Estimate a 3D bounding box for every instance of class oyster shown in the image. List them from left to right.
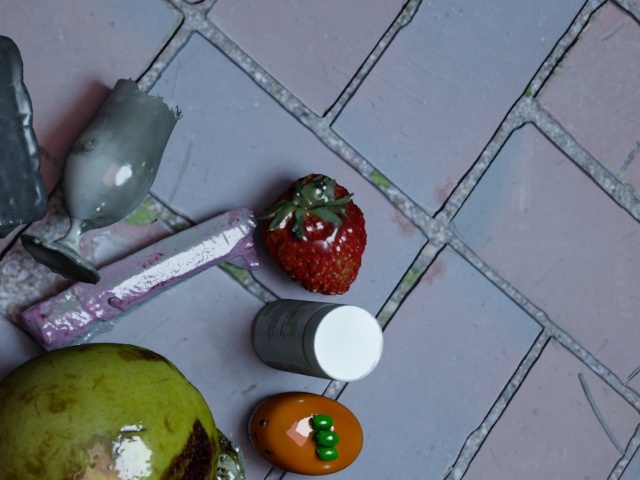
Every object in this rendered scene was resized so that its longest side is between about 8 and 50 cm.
[{"bbox_3d":[-0.134,0.300,1.854,0.125,0.064,0.177,28,68,-36],"label":"oyster"}]

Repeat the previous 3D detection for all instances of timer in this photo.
[{"bbox_3d":[-0.011,0.225,1.873,0.136,0.136,0.099,3,95,-24],"label":"timer"}]

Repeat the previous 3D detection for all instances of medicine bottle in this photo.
[{"bbox_3d":[-0.006,0.111,1.838,0.086,0.183,0.086,0,90,-25],"label":"medicine bottle"}]

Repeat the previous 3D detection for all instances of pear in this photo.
[{"bbox_3d":[-0.235,0.241,1.698,0.283,0.283,0.284,0,90,-24],"label":"pear"}]

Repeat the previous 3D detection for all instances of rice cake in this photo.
[{"bbox_3d":[-0.193,0.049,1.827,0.290,0.051,0.081,-25,99,-22],"label":"rice cake"}]

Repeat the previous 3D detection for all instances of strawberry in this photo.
[{"bbox_3d":[-0.006,-0.004,1.884,0.131,0.148,0.131,1,59,-1],"label":"strawberry"}]

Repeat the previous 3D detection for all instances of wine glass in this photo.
[{"bbox_3d":[-0.237,-0.067,1.774,0.103,0.103,0.222,33,69,-21],"label":"wine glass"}]

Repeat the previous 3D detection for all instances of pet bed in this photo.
[{"bbox_3d":[-0.386,-0.098,1.682,0.183,0.159,0.211,-10,94,-24],"label":"pet bed"}]
